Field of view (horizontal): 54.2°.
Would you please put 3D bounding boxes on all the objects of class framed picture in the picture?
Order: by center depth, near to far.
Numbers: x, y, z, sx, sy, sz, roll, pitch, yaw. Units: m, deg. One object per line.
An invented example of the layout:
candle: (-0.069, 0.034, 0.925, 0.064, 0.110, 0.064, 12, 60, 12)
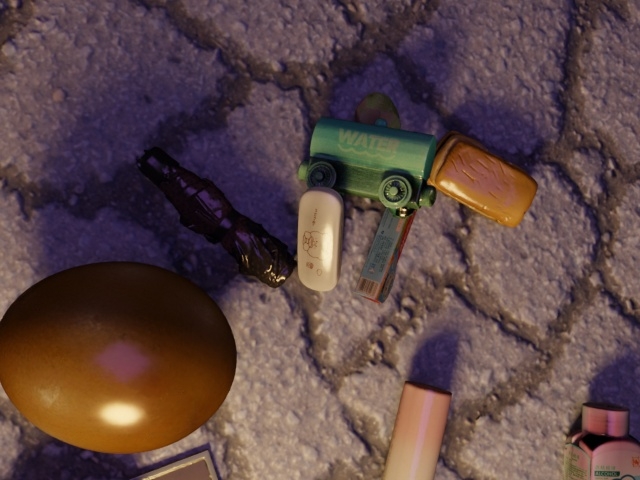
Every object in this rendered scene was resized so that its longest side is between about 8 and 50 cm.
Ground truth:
framed picture: (-0.231, 0.468, 1.071, 0.142, 0.011, 0.183, -19, 90, -8)

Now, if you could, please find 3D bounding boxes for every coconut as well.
coconut: (0.101, -0.224, 1.127, 0.083, 0.081, 0.082, -3, 122, -22)

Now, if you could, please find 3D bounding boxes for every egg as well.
egg: (-0.303, 0.170, 0.943, 0.352, 0.282, 0.282, 14, 85, -1)

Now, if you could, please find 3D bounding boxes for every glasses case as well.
glasses case: (0.000, 0.000, 1.072, 0.074, 0.049, 0.193, 10, 120, 14)

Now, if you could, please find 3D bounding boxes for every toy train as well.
toy train: (0.086, -0.133, 1.075, 0.249, 0.101, 0.159, 15, 90, 19)

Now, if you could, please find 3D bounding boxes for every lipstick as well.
lipstick: (0.152, 0.415, 1.087, 0.087, 0.087, 0.326, 15, 84, -7)

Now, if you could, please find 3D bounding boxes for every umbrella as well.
umbrella: (-0.180, -0.038, 1.070, 0.326, 0.090, 0.094, 39, 86, -4)

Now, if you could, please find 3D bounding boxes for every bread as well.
bread: (0.297, -0.114, 1.150, 0.201, 0.077, 0.115, 29, 91, -5)

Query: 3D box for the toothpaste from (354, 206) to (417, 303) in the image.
toothpaste: (0.122, 0.016, 1.130, 0.044, 0.070, 0.193, 19, 83, 23)

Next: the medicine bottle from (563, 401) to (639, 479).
medicine bottle: (0.513, 0.394, 1.133, 0.119, 0.094, 0.187, 4, 86, -9)
